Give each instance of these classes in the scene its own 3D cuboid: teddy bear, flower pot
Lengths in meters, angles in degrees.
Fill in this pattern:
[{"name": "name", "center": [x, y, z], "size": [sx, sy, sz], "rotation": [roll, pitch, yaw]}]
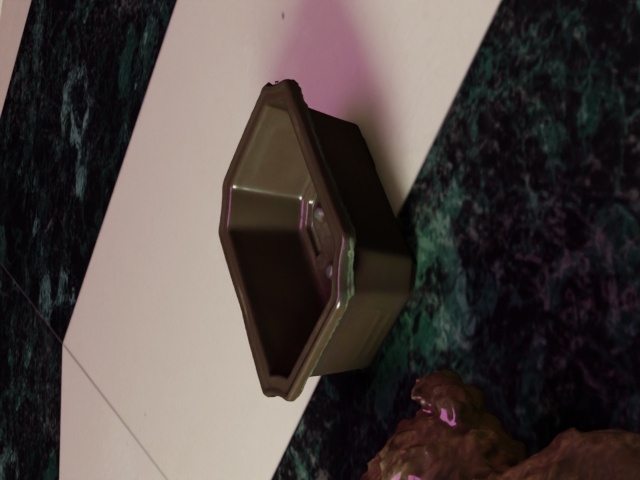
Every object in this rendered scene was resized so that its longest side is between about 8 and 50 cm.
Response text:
[{"name": "teddy bear", "center": [0.131, 0.216, 0.809], "size": [0.296, 0.222, 0.246], "rotation": [25, 107, 18]}, {"name": "flower pot", "center": [0.000, 0.000, 1.178], "size": [0.250, 0.084, 0.178], "rotation": [-108, 33, -43]}]
